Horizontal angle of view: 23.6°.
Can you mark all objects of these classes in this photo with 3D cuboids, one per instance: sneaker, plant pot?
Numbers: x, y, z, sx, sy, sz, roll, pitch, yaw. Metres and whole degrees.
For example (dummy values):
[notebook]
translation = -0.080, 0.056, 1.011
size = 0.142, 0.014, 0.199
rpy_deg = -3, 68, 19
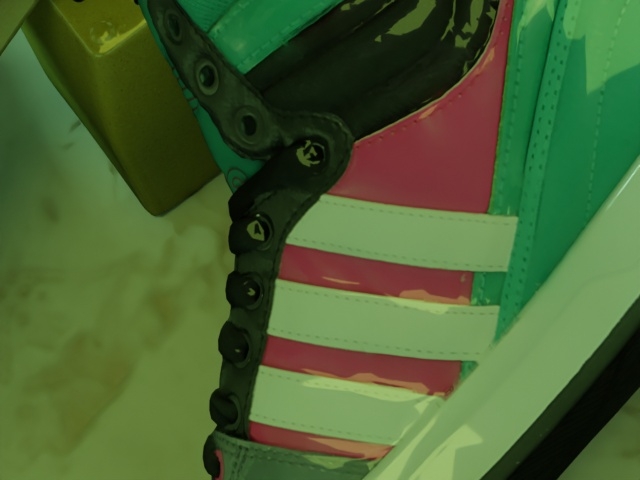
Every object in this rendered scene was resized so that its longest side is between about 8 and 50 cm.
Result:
[sneaker]
translation = 0.000, 0.000, 0.441
size = 0.178, 0.124, 0.295
rpy_deg = 44, 104, 20
[plant pot]
translation = -0.057, -0.074, 0.527
size = 0.081, 0.083, 0.081
rpy_deg = -37, 68, -4

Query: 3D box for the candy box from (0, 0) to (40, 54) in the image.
[candy box]
translation = -0.212, -0.032, 0.415
size = 0.087, 0.183, 0.316
rpy_deg = 31, 84, 29
